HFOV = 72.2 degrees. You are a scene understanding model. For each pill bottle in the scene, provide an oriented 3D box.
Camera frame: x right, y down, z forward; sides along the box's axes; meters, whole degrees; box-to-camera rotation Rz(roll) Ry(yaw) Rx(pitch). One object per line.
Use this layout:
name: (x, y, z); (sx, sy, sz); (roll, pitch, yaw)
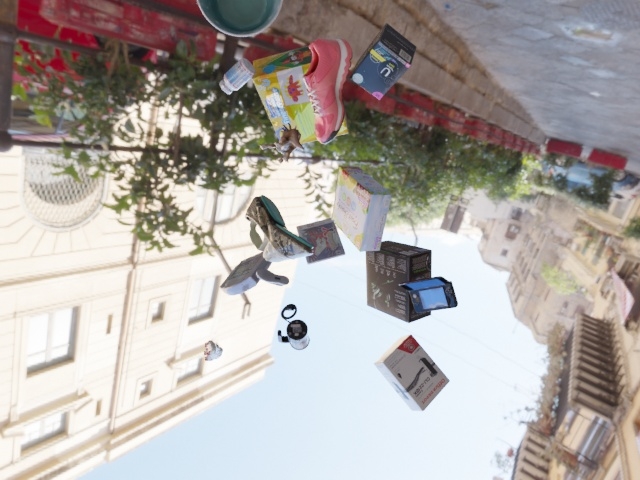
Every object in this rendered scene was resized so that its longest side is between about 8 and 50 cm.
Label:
pill bottle: (-0.374, -0.733, 1.964); (0.087, 0.160, 0.087); (43, -153, -29)

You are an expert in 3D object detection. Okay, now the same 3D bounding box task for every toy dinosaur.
toy dinosaur: (-0.142, -0.465, 2.026); (0.127, 0.200, 0.296); (50, 160, -22)

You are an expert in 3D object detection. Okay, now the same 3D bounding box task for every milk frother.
milk frother: (-0.101, 0.344, 1.747); (0.129, 0.134, 0.143); (12, -120, 8)

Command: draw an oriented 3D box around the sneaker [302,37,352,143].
sneaker: (-0.002, -0.460, 1.352); (0.136, 0.313, 0.116); (-3, -160, -31)

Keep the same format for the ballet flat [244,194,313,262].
ballet flat: (-0.189, -0.018, 1.782); (0.164, 0.182, 0.483); (32, -171, -41)

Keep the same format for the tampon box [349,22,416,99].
tampon box: (0.189, -0.537, 1.329); (0.120, 0.161, 0.101); (31, -125, -14)

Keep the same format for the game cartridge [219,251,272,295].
game cartridge: (-0.315, 0.143, 1.870); (0.062, 0.198, 0.297); (43, 145, -20)

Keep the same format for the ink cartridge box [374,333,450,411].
ink cartridge box: (0.407, 0.589, 1.955); (0.197, 0.114, 0.273); (-38, -94, -24)

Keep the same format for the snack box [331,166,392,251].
snack box: (0.109, -0.092, 1.236); (0.070, 0.174, 0.207); (-4, -149, -21)

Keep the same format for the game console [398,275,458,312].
game console: (0.335, 0.170, 1.362); (0.144, 0.124, 0.085); (-15, -177, 33)

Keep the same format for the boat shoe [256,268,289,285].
boat shoe: (-0.188, 0.149, 1.694); (0.142, 0.040, 0.049); (20, -125, -29)

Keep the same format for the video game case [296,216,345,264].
video game case: (0.000, 0.000, 2.035); (0.184, 0.023, 0.201); (-15, -114, -9)

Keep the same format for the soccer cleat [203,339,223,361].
soccer cleat: (-0.441, 0.454, 1.821); (0.076, 0.196, 0.068); (-8, -115, -22)

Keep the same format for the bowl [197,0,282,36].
bowl: (-0.293, -0.903, 1.630); (0.312, 0.311, 0.163); (13, -170, -7)

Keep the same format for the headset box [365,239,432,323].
headset box: (0.303, 0.163, 1.719); (0.131, 0.283, 0.246); (-11, -165, -33)

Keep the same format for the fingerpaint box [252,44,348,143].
fingerpaint box: (-0.087, -0.709, 2.180); (0.371, 0.444, 0.163); (-11, -127, 11)
